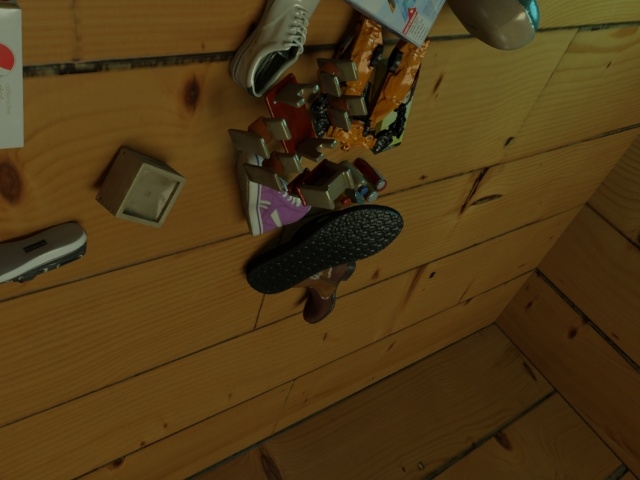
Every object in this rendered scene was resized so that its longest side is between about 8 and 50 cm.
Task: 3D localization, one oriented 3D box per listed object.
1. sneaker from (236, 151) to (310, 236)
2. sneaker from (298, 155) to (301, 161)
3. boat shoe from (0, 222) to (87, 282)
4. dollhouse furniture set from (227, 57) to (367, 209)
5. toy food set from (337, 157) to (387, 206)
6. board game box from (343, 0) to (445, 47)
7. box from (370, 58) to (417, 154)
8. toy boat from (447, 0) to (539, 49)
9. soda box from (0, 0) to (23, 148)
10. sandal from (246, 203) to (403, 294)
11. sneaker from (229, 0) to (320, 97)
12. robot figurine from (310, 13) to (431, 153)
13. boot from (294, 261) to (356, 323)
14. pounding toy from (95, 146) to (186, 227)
[{"bbox_3d":[-0.095,-0.118,1.266,0.160,0.102,0.282,-15,157,-9],"label":"sneaker"},{"bbox_3d":[-0.079,-0.174,1.298,0.083,0.031,0.035,-35,150,-7],"label":"sneaker"},{"bbox_3d":[-0.538,0.040,1.050,0.228,0.080,0.076,-29,149,-31],"label":"boat shoe"},{"bbox_3d":[-0.038,-0.189,1.112,0.262,0.135,0.259,-46,136,-27],"label":"dollhouse furniture set"},{"bbox_3d":[0.109,-0.134,1.488,0.111,0.105,0.232,-49,149,17],"label":"toy food set"},{"bbox_3d":[0.122,-0.518,0.897,0.317,0.066,0.319,14,110,-43],"label":"board game box"},{"bbox_3d":[0.163,-0.314,1.347,0.087,0.058,0.232,-24,148,-22],"label":"box"},{"bbox_3d":[0.311,-0.510,1.094,0.148,0.268,0.318,-41,119,15],"label":"toy boat"},{"bbox_3d":[-0.449,-0.228,0.776,0.073,0.069,0.216,-14,142,-37],"label":"soda box"},{"bbox_3d":[-0.002,-0.001,1.508,0.445,0.107,0.168,-23,134,16],"label":"sandal"},{"bbox_3d":[-0.057,-0.362,1.000,0.094,0.091,0.258,5,129,-51],"label":"sneaker"},{"bbox_3d":[0.101,-0.315,1.204,0.210,0.085,0.291,14,131,-15],"label":"robot figurine"},{"bbox_3d":[-0.044,0.143,1.715,0.280,0.096,0.264,8,127,-51],"label":"boot"},{"bbox_3d":[-0.337,-0.091,1.083,0.130,0.100,0.141,-59,150,7],"label":"pounding toy"}]
